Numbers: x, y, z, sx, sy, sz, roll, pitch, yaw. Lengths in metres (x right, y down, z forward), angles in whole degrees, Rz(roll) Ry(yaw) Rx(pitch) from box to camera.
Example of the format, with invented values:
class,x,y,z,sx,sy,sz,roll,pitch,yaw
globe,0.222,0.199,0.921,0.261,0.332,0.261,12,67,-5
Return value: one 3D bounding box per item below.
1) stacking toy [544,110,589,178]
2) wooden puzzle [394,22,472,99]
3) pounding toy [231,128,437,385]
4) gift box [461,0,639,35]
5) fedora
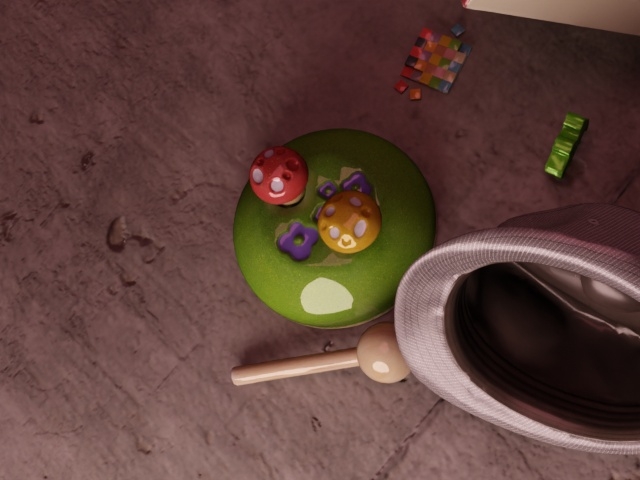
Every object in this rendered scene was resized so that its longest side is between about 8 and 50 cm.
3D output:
class,x,y,z,sx,sy,sz,roll,pitch,yaw
stacking toy,0.315,-0.121,1.697,0.167,0.052,0.221,26,84,17
wooden puzzle,0.104,-0.161,1.785,0.049,0.006,0.083,23,79,20
pounding toy,0.000,0.000,1.701,0.183,0.110,0.237,-1,71,14
gift box,0.257,-0.321,1.570,0.258,0.276,0.255,7,53,-22
fedora,0.209,0.053,1.597,0.275,0.244,0.124,12,46,20
